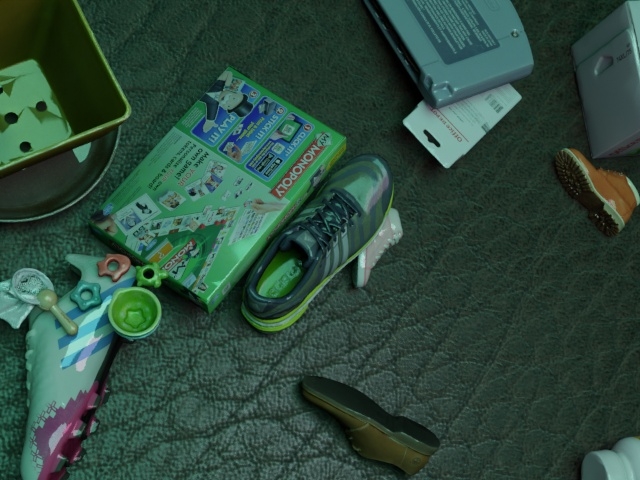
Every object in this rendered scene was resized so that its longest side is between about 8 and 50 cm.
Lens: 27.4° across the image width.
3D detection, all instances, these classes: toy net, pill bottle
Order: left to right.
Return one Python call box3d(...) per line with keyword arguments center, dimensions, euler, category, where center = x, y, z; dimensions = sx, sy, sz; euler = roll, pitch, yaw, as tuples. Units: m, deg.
box3d(center=(-0.317, 0.063, 1.691), dimensions=(0.232, 0.045, 0.122), euler=(7, 67, -3), category="toy net")
box3d(center=(0.494, 0.342, 1.918), dimensions=(0.208, 0.117, 0.117), euler=(-3, 77, -17), category="pill bottle")

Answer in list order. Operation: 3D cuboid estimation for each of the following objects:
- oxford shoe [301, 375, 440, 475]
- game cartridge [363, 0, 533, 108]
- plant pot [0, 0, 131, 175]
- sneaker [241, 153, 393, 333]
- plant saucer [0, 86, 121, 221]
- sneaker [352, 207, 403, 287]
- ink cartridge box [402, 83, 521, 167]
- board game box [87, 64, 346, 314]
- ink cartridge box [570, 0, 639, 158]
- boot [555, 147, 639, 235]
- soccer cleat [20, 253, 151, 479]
box3d(center=(0.057, 0.263, 1.841), dimensions=(0.212, 0.076, 0.076), euler=(31, 110, 4), category="oxford shoe")
box3d(center=(0.190, -0.345, 1.997), dimensions=(0.196, 0.060, 0.294), euler=(-22, 66, -14), category="game cartridge")
box3d(center=(-0.397, -0.187, 1.703), dimensions=(0.212, 0.187, 0.212), euler=(-25, 85, -21), category="plant pot")
box3d(center=(0.000, 0.000, 1.824), dimensions=(0.111, 0.121, 0.300), euler=(36, 82, 7), category="sneaker")
box3d(center=(-0.433, -0.170, 1.814), dimensions=(0.311, 0.050, 0.310), euler=(4, 76, -15), category="plant saucer")
box3d(center=(0.086, 0.008, 1.917), dimensions=(0.070, 0.051, 0.134), euler=(10, 70, -8), category="sneaker")
box3d(center=(0.206, -0.191, 1.997), dimensions=(0.104, 0.060, 0.180), euler=(47, 69, 0), category="ink cartridge box")
box3d(center=(-0.141, -0.077, 1.839), dimensions=(0.213, 0.046, 0.317), euler=(34, 69, 16), category="board game box")
box3d(center=(0.565, -0.254, 2.045), dimensions=(0.270, 0.198, 0.197), euler=(-5, 79, -16), category="ink cartridge box")
box3d(center=(0.433, -0.092, 2.045), dimensions=(0.084, 0.059, 0.158), euler=(-43, 99, -24), category="boot")
box3d(center=(-0.342, 0.169, 1.733), dimensions=(0.143, 0.116, 0.331), euler=(21, 67, 3), category="soccer cleat")
